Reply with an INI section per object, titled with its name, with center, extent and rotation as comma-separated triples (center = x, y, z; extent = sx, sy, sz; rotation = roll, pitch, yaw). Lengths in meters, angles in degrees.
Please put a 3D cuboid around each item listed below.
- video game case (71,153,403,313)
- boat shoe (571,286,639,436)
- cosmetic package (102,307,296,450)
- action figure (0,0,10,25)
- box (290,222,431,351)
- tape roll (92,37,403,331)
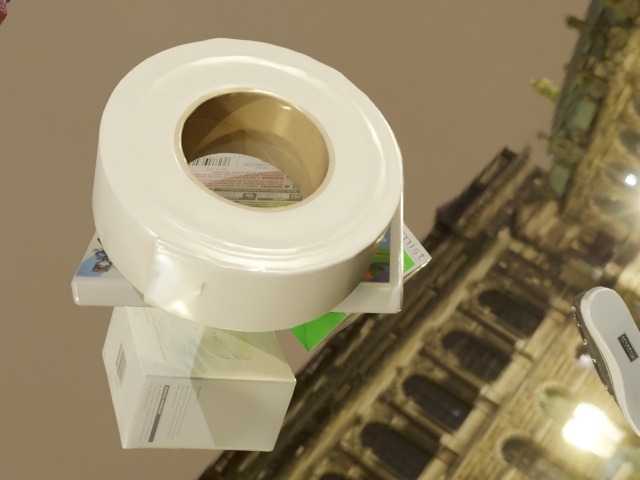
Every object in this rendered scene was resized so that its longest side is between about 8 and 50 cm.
[video game case]
center = -0.074, -0.019, 1.172
extent = 0.300, 0.329, 0.036
rotation = -82, -7, -59
[boat shoe]
center = 0.411, 0.170, 1.472
extent = 0.080, 0.228, 0.076
rotation = -31, 4, -15
[cosmetic package]
center = -0.182, 0.184, 1.558
extent = 0.225, 0.224, 0.138
rotation = 7, -61, -25
[action figure]
center = -0.633, -0.427, 1.568
extent = 0.276, 0.248, 0.370
rotation = -40, -48, 3
[box]
center = 0.000, 0.000, 1.655
extent = 0.231, 0.262, 0.127
rotation = -29, -12, -43
[tape roll]
center = -0.070, -0.057, 1.005
extent = 0.286, 0.286, 0.100
rotation = -42, -15, -36
